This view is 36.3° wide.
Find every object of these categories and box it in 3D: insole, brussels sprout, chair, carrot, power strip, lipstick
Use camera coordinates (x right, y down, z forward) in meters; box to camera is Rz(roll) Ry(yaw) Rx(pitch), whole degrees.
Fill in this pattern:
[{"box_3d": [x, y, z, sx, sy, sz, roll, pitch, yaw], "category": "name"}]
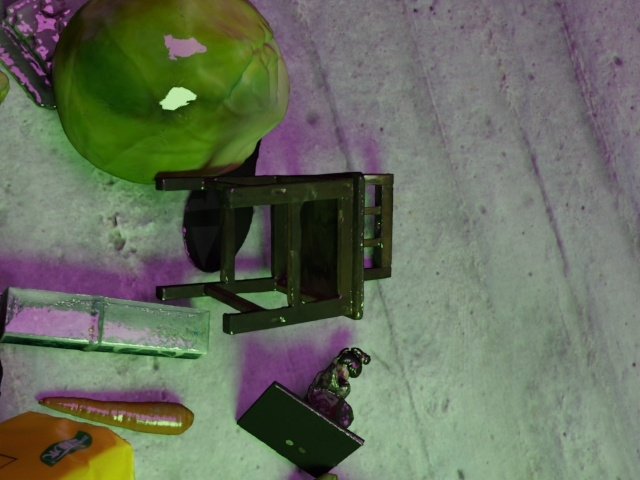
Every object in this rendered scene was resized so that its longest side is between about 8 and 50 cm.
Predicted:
[{"box_3d": [-0.147, -0.098, 1.544, 0.109, 0.007, 0.322, 19, 66, -22], "category": "insole"}, {"box_3d": [-0.219, -0.237, 1.410, 0.344, 0.344, 0.268, -13, 54, -29], "category": "brussels sprout"}, {"box_3d": [0.000, 0.000, 1.407, 0.416, 0.240, 0.203, -4, 97, -32], "category": "chair"}, {"box_3d": [-0.283, 0.239, 1.355, 0.216, 0.048, 0.048, 10, 70, -18], "category": "carrot"}, {"box_3d": [-0.392, -0.328, 1.462, 0.198, 0.064, 0.213, 49, 59, -8], "category": "power strip"}, {"box_3d": [-0.296, 0.118, 1.362, 0.289, 0.077, 0.076, 7, 71, -25], "category": "lipstick"}]

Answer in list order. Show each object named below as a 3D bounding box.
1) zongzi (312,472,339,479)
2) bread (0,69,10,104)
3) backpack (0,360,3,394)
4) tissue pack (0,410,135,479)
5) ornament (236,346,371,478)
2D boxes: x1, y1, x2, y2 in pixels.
[{"box_3d": [0.028, 0.504, 1.359, 0.250, 0.125, 0.274, 36, 51, -6], "category": "zongzi"}, {"box_3d": [-0.519, -0.177, 1.246, 0.196, 0.252, 0.239, 27, 62, -18], "category": "bread"}, {"box_3d": [-0.497, 0.198, 1.217, 0.206, 0.133, 0.258, 21, 60, -10], "category": "backpack"}, {"box_3d": [-0.378, 0.391, 1.034, 0.382, 0.228, 0.293, -25, 115, -58], "category": "tissue pack"}, {"box_3d": [0.001, 0.220, 1.453, 0.153, 0.166, 0.196, 36, 48, -4], "category": "ornament"}]
